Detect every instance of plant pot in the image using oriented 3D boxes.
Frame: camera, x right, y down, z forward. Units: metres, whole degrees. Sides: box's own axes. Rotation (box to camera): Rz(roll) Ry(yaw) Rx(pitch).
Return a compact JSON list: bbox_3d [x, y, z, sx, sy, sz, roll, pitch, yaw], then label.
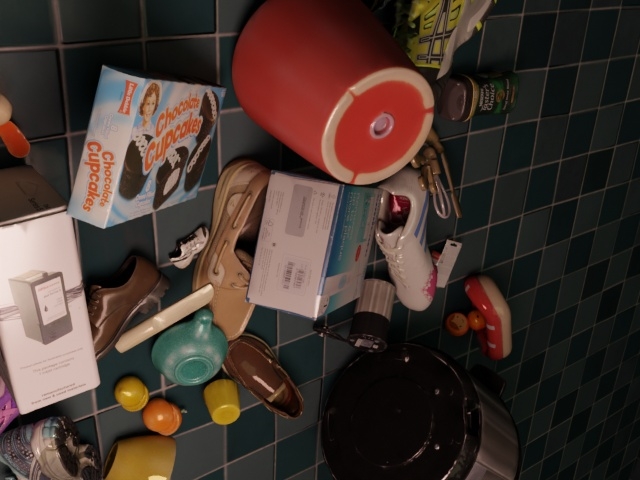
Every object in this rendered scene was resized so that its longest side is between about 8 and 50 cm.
[{"bbox_3d":[-0.329,0.404,1.259,0.095,0.134,0.134,24,96,-21],"label":"plant pot"},{"bbox_3d":[0.032,-0.231,1.105,0.275,0.243,0.275,-20,135,-21],"label":"plant pot"}]

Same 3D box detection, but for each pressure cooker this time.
[{"bbox_3d":[0.240,0.457,1.571,0.370,0.375,0.420,-23,143,23],"label":"pressure cooker"}]

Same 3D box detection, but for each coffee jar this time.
[{"bbox_3d":[0.326,-0.302,1.473,0.184,0.079,0.096,-16,121,-34],"label":"coffee jar"}]

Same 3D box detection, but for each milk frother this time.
[{"bbox_3d":[0.072,0.154,1.487,0.143,0.129,0.134,25,56,-17],"label":"milk frother"}]

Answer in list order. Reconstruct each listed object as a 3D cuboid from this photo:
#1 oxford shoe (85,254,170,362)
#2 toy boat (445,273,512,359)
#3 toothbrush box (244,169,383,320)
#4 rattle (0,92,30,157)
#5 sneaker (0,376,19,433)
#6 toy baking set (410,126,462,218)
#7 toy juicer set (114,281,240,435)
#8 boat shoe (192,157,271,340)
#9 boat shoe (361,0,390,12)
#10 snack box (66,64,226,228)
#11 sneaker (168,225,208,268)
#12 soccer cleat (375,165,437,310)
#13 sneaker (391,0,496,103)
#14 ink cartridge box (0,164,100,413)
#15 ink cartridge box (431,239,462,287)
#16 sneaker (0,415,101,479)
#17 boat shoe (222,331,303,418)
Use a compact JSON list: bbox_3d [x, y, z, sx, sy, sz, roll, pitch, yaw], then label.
[{"bbox_3d":[-0.350,0.114,1.121,0.227,0.083,0.096,-52,127,-19],"label":"oxford shoe"},{"bbox_3d":[0.383,0.195,1.756,0.151,0.151,0.231,-14,125,-1],"label":"toy boat"},{"bbox_3d":[0.000,0.000,1.211,0.295,0.126,0.216,-8,110,-74],"label":"toothbrush box"},{"bbox_3d":[-0.448,-0.210,0.901,0.130,0.142,0.200,-28,153,14],"label":"rattle"},{"bbox_3d":[-0.498,0.268,1.049,0.236,0.104,0.095,-34,128,-24],"label":"sneaker"},{"bbox_3d":[0.218,-0.153,1.419,0.256,0.030,0.196,38,45,-47],"label":"toy baking set"},{"bbox_3d":[-0.263,0.208,1.235,0.209,0.089,0.329,-14,127,-10],"label":"toy juicer set"},{"bbox_3d":[-0.139,0.035,1.229,0.122,0.110,0.341,-6,116,-38],"label":"boat shoe"},{"bbox_3d":[0.080,-0.416,1.214,0.183,0.066,0.066,-28,128,-26],"label":"boat shoe"},{"bbox_3d":[-0.225,-0.135,0.974,0.322,0.060,0.187,-47,155,-76],"label":"snack box"},{"bbox_3d":[-0.223,0.008,1.199,0.083,0.032,0.037,-55,135,-5],"label":"sneaker"},{"bbox_3d":[0.163,0.011,1.465,0.143,0.116,0.331,-31,122,-46],"label":"soccer cleat"},{"bbox_3d":[0.168,-0.360,1.287,0.147,0.145,0.384,39,75,-36],"label":"sneaker"},{"bbox_3d":[-0.401,0.058,0.957,0.115,0.198,0.272,-18,121,-32],"label":"ink cartridge box"},{"bbox_3d":[0.282,0.050,1.652,0.063,0.029,0.115,13,101,-43],"label":"ink cartridge box"},{"bbox_3d":[-0.445,0.381,1.173,0.122,0.110,0.283,-6,134,-2],"label":"sneaker"},{"bbox_3d":[-0.104,0.269,1.388,0.095,0.095,0.257,-48,134,-11],"label":"boat shoe"}]
